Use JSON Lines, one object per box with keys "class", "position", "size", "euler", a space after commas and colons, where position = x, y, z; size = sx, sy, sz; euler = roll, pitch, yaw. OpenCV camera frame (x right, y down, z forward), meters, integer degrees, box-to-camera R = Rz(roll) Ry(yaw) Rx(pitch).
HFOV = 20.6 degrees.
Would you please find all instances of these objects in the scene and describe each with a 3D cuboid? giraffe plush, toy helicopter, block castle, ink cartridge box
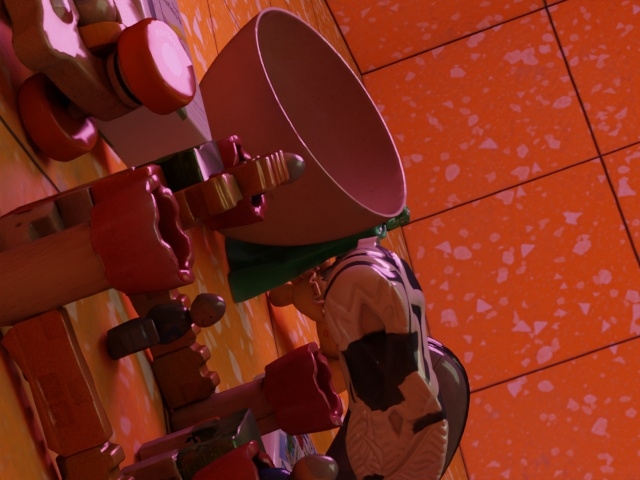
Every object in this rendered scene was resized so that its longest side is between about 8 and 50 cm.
{"class": "giraffe plush", "position": [0.023, 0.103, 2.339], "size": [0.170, 0.181, 0.210], "euler": [58, -8, -3]}
{"class": "toy helicopter", "position": [-0.253, -0.251, 1.511], "size": [0.355, 0.140, 0.235], "euler": [45, 31, -43]}
{"class": "block castle", "position": [-0.095, 0.074, 1.475], "size": [0.453, 0.212, 0.303], "euler": [-50, 120, -80]}
{"class": "ink cartridge box", "position": [-0.193, -0.197, 1.749], "size": [0.154, 0.093, 0.212], "euler": [54, 17, -62]}

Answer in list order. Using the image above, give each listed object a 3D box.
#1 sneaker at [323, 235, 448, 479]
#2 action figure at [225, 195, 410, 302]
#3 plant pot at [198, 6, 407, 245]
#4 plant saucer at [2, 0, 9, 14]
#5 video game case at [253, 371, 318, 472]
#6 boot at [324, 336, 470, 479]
{"class": "sneaker", "position": [0.059, 0.103, 1.550], "size": [0.153, 0.094, 0.235], "euler": [-75, 148, -65]}
{"class": "action figure", "position": [0.000, 0.000, 2.159], "size": [0.063, 0.232, 0.137], "euler": [62, 13, -48]}
{"class": "plant pot", "position": [-0.057, -0.103, 2.072], "size": [0.284, 0.191, 0.284], "euler": [44, 26, -28]}
{"class": "plant saucer", "position": [-0.266, -0.212, 1.687], "size": [0.192, 0.018, 0.067], "euler": [45, 28, -70]}
{"class": "video game case", "position": [-0.010, 0.353, 1.958], "size": [0.329, 0.036, 0.300], "euler": [-90, 159, -59]}
{"class": "boot", "position": [0.035, 0.253, 1.622], "size": [0.118, 0.338, 0.223], "euler": [28, 4, 4]}
